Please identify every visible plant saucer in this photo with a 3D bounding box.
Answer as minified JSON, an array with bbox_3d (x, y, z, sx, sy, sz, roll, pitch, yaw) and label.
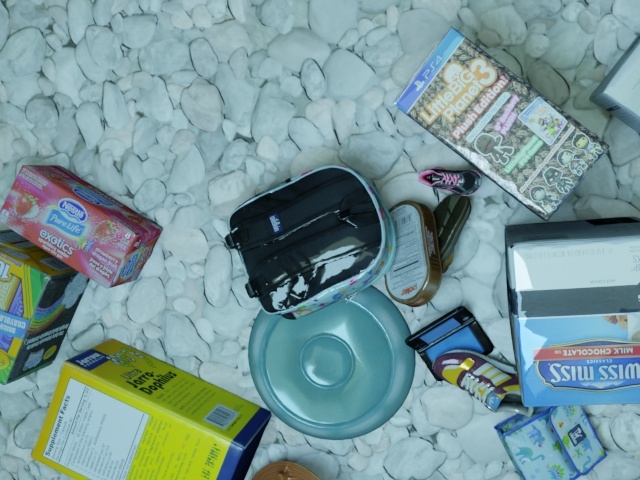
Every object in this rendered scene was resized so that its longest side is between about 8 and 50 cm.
[{"bbox_3d":[0.014,0.219,1.398,0.318,0.044,0.317,1,95,11],"label":"plant saucer"}]

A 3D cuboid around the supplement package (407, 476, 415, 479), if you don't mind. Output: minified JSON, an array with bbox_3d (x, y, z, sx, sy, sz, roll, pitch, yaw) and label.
[{"bbox_3d":[0.212,0.598,1.324,0.293,0.175,0.177,39,103,5],"label":"supplement package"}]

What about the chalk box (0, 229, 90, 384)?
[{"bbox_3d":[-0.593,0.145,1.439,0.179,0.180,0.289,28,98,7],"label":"chalk box"}]

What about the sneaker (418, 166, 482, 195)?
[{"bbox_3d":[0.217,-0.103,1.295,0.119,0.057,0.047,9,95,45],"label":"sneaker"}]

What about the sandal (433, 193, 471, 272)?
[{"bbox_3d":[0.200,0.019,1.333,0.219,0.060,0.090,-59,38,4],"label":"sandal"}]

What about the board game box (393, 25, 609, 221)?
[{"bbox_3d":[0.281,-0.180,1.212,0.291,0.232,0.141,39,101,6],"label":"board game box"}]

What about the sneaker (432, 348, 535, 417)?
[{"bbox_3d":[0.283,0.248,1.311,0.185,0.084,0.069,14,121,4],"label":"sneaker"}]

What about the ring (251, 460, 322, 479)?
[{"bbox_3d":[-0.051,0.565,1.347,0.336,0.032,0.336,-2,88,49],"label":"ring"}]

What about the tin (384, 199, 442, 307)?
[{"bbox_3d":[0.152,0.021,1.306,0.106,0.040,0.189,-30,56,44],"label":"tin"}]

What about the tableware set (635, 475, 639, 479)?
[{"bbox_3d":[0.597,0.492,1.320,0.169,0.020,0.141,24,97,9],"label":"tableware set"}]

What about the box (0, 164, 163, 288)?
[{"bbox_3d":[-0.446,-0.030,1.420,0.257,0.128,0.122,31,100,7],"label":"box"}]

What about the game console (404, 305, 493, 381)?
[{"bbox_3d":[0.228,0.184,1.340,0.122,0.107,0.071,-33,60,12],"label":"game console"}]

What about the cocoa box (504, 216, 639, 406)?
[{"bbox_3d":[0.404,0.094,1.153,0.231,0.347,0.228,-4,95,12],"label":"cocoa box"}]

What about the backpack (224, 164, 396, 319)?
[{"bbox_3d":[0.000,0.000,1.294,0.253,0.191,0.225,-29,72,17],"label":"backpack"}]

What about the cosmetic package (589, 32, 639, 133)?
[{"bbox_3d":[0.594,-0.255,1.193,0.225,0.138,0.224,36,101,5],"label":"cosmetic package"}]

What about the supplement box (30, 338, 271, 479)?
[{"bbox_3d":[-0.303,0.354,1.394,0.356,0.195,0.194,23,99,7],"label":"supplement box"}]

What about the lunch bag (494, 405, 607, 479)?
[{"bbox_3d":[0.401,0.350,1.312,0.151,0.096,0.129,-27,88,-2],"label":"lunch bag"}]
